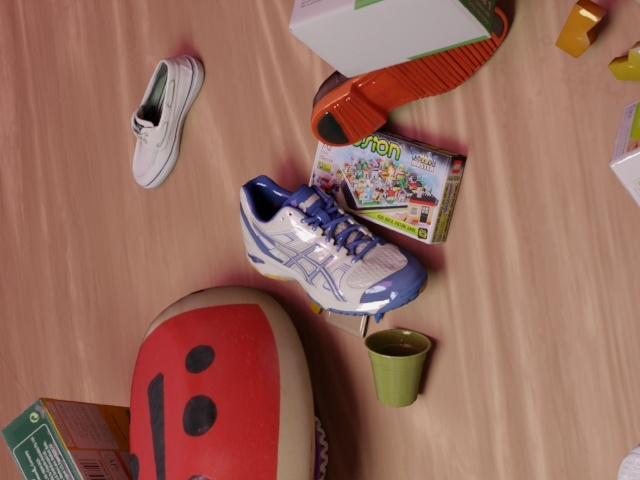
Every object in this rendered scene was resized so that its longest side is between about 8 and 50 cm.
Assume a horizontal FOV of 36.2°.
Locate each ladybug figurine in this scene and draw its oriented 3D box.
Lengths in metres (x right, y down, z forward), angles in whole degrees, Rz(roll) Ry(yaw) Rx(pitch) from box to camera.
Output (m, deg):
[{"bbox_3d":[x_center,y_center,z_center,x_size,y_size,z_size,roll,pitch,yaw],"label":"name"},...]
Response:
[{"bbox_3d":[-0.145,0.246,1.290,0.305,0.162,0.449,-46,41,31],"label":"ladybug figurine"}]

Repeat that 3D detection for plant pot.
[{"bbox_3d":[0.096,0.164,1.228,0.083,0.083,0.079,16,115,39],"label":"plant pot"}]

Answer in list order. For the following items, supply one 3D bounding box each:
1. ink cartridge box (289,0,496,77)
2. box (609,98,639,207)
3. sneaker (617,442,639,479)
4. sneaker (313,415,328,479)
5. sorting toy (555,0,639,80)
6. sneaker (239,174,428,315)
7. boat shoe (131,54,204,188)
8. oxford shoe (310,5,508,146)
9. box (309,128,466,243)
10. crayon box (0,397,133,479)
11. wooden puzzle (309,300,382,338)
[{"bbox_3d":[0.095,-0.347,1.096,0.201,0.117,0.278,-8,62,40],"label":"ink cartridge box"},{"bbox_3d":[0.390,-0.103,0.907,0.203,0.114,0.103,-27,112,39],"label":"box"},{"bbox_3d":[0.385,0.149,0.896,0.137,0.210,0.366,15,111,39],"label":"sneaker"},{"bbox_3d":[-0.051,0.331,1.341,0.095,0.104,0.236,-8,87,42],"label":"sneaker"},{"bbox_3d":[0.335,-0.254,0.921,0.229,0.041,0.307,37,147,15],"label":"sorting toy"},{"bbox_3d":[0.000,0.000,1.243,0.296,0.112,0.131,16,133,37],"label":"sneaker"},{"bbox_3d":[-0.255,-0.183,1.497,0.083,0.076,0.226,37,116,33],"label":"boat shoe"},{"bbox_3d":[0.097,-0.221,1.186,0.271,0.097,0.098,-27,43,24],"label":"oxford shoe"},{"bbox_3d":[0.079,-0.081,1.245,0.207,0.036,0.114,23,107,37],"label":"box"},{"bbox_3d":[-0.283,0.337,1.392,0.083,0.323,0.203,-40,66,11],"label":"crayon box"},{"bbox_3d":[0.038,0.087,1.309,0.116,0.014,0.078,30,116,35],"label":"wooden puzzle"}]
